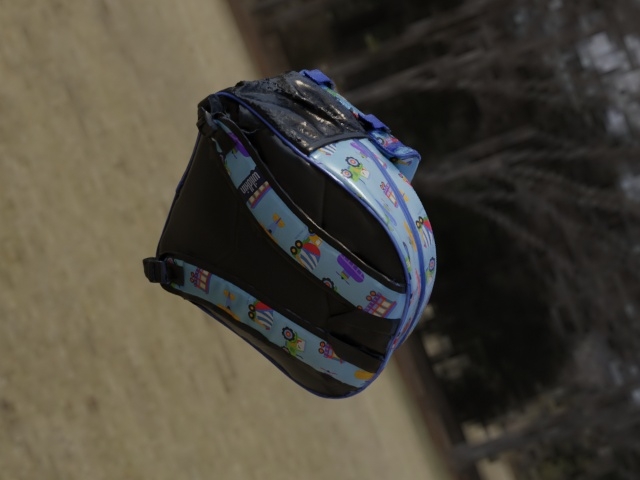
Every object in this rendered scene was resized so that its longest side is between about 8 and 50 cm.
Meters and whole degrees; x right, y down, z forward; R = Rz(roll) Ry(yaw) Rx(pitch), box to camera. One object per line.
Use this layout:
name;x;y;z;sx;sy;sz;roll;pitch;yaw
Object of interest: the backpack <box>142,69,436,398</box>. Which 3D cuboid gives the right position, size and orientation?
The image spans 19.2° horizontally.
backpack;0.000;0.000;1.137;0.173;0.117;0.158;38;-53;23
